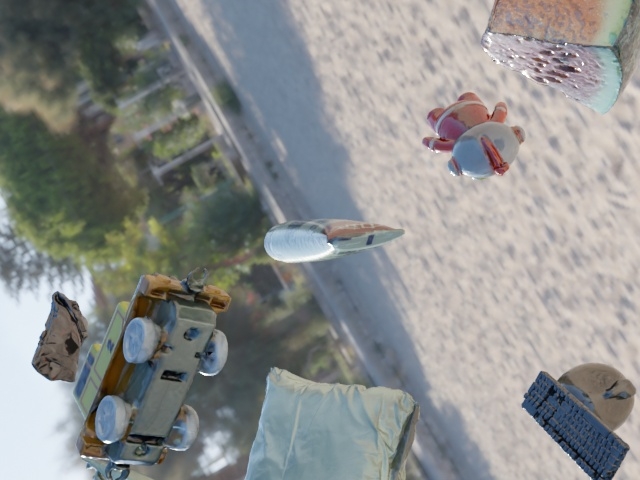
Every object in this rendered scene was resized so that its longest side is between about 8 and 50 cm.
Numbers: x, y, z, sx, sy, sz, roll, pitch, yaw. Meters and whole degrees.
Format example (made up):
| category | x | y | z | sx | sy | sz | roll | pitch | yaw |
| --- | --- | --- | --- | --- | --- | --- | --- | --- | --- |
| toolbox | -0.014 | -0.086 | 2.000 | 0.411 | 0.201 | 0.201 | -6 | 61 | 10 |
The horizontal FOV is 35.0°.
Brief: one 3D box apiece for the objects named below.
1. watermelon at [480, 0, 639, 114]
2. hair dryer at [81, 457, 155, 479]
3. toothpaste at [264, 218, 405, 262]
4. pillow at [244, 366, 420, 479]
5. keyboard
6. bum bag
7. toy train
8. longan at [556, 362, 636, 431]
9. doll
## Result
| category | x | y | z | sx | sy | sz | roll | pitch | yaw |
| --- | --- | --- | --- | --- | --- | --- | --- | --- | --- |
| watermelon | 0.293 | -0.313 | 1.231 | 0.148 | 0.226 | 0.318 | 102 | 151 | -78 |
| hair dryer | -0.166 | 0.292 | 0.973 | 0.237 | 0.206 | 0.075 | 32 | -170 | 35 |
| toothpaste | 0.000 | 0.000 | 0.852 | 0.239 | 0.062 | 0.039 | 178 | 86 | -72 |
| pillow | 0.009 | 0.347 | 1.580 | 0.138 | 0.310 | 0.283 | 21 | -107 | -52 |
| keyboard | 0.297 | 0.220 | 1.206 | 0.018 | 0.060 | 0.195 | 21 | -169 | -24 |
| bum bag | -0.287 | 0.109 | 1.130 | 0.058 | 0.034 | 0.124 | 42 | -149 | -26 |
| toy train | -0.158 | 0.112 | 0.919 | 0.089 | 0.219 | 0.127 | 14 | -164 | -36 |
| longan | 0.591 | 0.341 | 2.186 | 0.204 | 0.185 | 0.159 | -33 | 72 | 48 |
| doll | 0.234 | -0.154 | 1.525 | 0.076 | 0.142 | 0.245 | 60 | -177 | -33 |
